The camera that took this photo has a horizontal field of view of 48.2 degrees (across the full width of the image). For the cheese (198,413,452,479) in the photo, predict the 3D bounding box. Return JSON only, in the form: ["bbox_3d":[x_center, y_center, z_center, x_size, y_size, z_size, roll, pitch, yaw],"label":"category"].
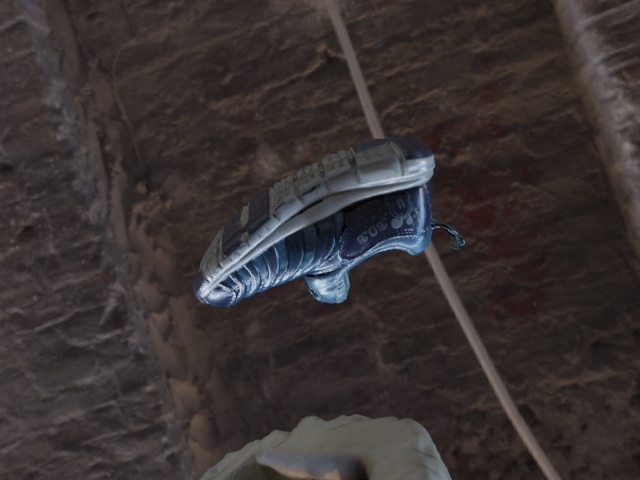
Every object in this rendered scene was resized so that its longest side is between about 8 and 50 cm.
[{"bbox_3d":[-0.028,0.285,0.571,0.332,0.153,0.292,-17,-162,49],"label":"cheese"}]

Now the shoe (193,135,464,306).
[{"bbox_3d":[0.000,0.000,0.377,0.143,0.071,0.064,-25,-164,3],"label":"shoe"}]
